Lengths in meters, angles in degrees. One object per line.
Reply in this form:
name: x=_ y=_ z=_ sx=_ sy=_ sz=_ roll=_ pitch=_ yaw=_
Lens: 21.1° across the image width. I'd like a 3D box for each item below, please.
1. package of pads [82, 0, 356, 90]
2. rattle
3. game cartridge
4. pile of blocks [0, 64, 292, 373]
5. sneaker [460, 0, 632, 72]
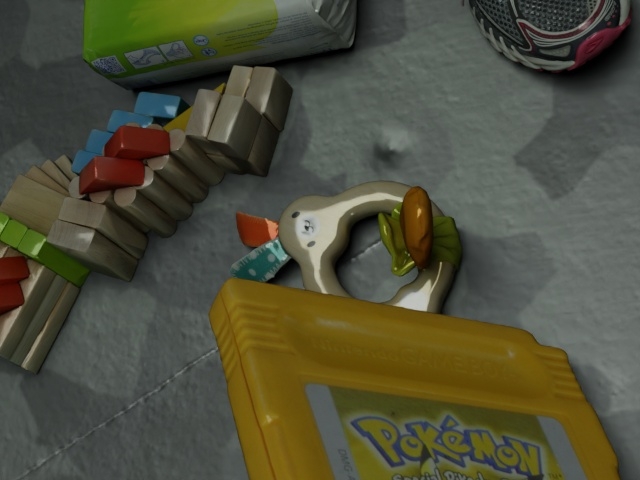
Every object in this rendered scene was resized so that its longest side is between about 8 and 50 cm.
package of pads: x=-0.085 y=-0.289 z=1.486 sx=0.229 sy=0.101 sz=0.296 roll=-9 pitch=70 yaw=19
rattle: x=0.000 y=0.000 z=1.335 sx=0.199 sy=0.143 sz=0.130 roll=17 pitch=97 yaw=19
game cartridge: x=0.088 y=0.166 z=1.134 sx=0.053 sy=0.285 sz=0.324 roll=-59 pitch=34 yaw=35
pile of blocks: x=-0.192 y=-0.046 z=1.434 sx=0.362 sy=0.112 sz=0.149 roll=-40 pitch=63 yaw=3
sneaker: x=0.138 y=-0.259 z=1.385 sx=0.121 sy=0.112 sz=0.299 roll=-35 pitch=64 yaw=6
